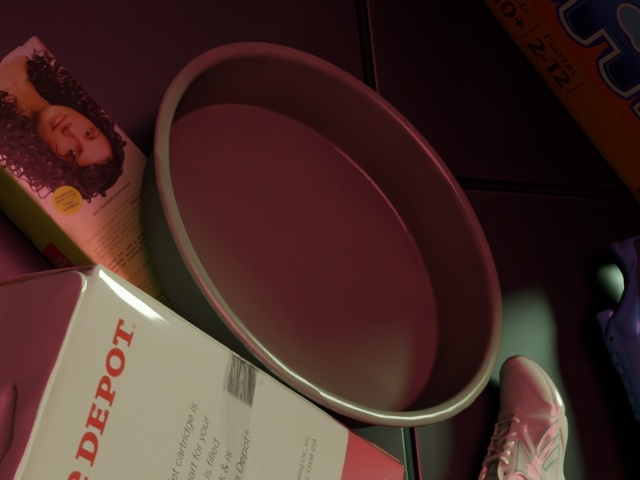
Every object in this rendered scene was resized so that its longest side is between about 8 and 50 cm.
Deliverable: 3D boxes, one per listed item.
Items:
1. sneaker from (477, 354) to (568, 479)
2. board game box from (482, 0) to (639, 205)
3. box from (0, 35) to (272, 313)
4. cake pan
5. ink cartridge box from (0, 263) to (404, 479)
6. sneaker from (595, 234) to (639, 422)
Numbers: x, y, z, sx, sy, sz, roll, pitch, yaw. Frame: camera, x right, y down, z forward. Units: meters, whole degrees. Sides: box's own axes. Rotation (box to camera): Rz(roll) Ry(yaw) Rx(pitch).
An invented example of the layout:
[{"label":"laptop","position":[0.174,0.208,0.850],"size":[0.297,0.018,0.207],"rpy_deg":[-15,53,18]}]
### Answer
[{"label":"sneaker","position":[0.146,0.158,0.976],"size":[0.061,0.054,0.152],"rpy_deg":[1,73,-24]},{"label":"board game box","position":[0.377,-0.278,1.067],"size":[0.356,0.356,0.356],"rpy_deg":[-40,92,-31]},{"label":"box","position":[-0.144,-0.017,0.887],"size":[0.232,0.058,0.087],"rpy_deg":[47,59,-6]},{"label":"cake pan","position":[0.000,0.000,0.908],"size":[0.293,0.054,0.293],"rpy_deg":[25,46,-29]},{"label":"ink cartridge box","position":[-0.093,0.167,0.752],"size":[0.283,0.117,0.207],"rpy_deg":[38,56,-39]},{"label":"sneaker","position":[0.256,0.099,1.055],"size":[0.082,0.069,0.209],"rpy_deg":[1,79,8]}]
